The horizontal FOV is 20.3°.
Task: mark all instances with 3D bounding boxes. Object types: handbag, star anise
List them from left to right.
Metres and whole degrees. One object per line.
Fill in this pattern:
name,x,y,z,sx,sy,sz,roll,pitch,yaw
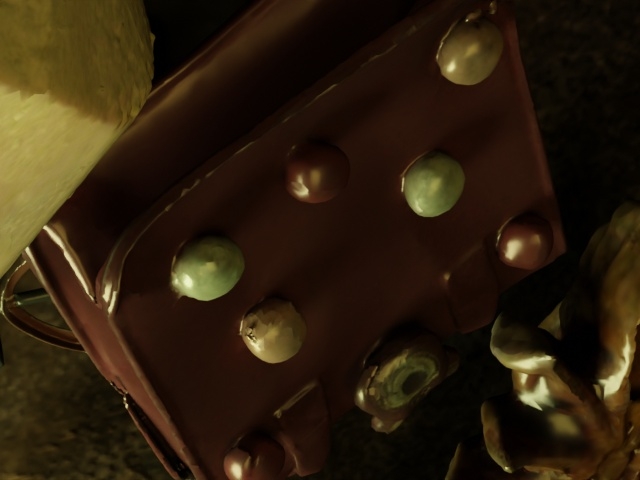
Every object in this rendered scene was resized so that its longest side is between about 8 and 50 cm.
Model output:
handbag,0.002,0.001,0.718,0.203,0.074,0.216,-39,141,-13
star anise,0.144,0.080,0.869,0.220,0.099,0.214,-50,141,6

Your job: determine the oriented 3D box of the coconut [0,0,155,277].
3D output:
coconut,-0.168,-0.077,0.537,0.239,0.239,0.244,27,108,-35

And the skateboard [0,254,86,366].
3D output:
skateboard,-0.110,-0.006,0.721,0.080,0.067,0.151,-14,130,-5
